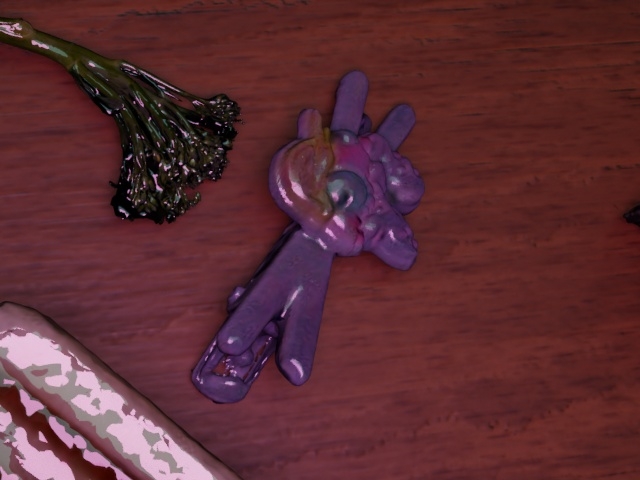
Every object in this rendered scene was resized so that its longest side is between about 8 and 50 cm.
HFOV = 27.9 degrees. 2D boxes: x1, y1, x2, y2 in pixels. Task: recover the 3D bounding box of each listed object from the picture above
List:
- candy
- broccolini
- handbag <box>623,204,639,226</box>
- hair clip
[{"bbox_3d":[-0.130,0.180,0.847,0.321,0.179,0.135,42,76,-1],"label":"candy"},{"bbox_3d":[-0.194,-0.089,0.945,0.272,0.062,0.123,18,61,-14],"label":"broccolini"},{"bbox_3d":[0.458,-0.116,0.967,0.180,0.317,0.416,46,78,-7],"label":"handbag"},{"bbox_3d":[0.003,0.001,0.955,0.137,0.090,0.278,32,75,-13],"label":"hair clip"}]
